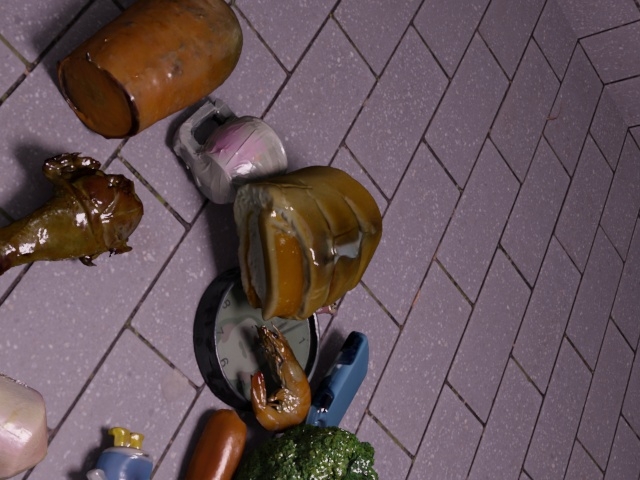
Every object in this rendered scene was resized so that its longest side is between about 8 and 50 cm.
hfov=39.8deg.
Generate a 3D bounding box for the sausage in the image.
[{"bbox_3d":[-0.210,0.449,1.749,0.098,0.098,0.238,38,59,-35],"label":"sausage"}]

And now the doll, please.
[{"bbox_3d":[-0.365,0.460,1.582,0.135,0.099,0.240,79,22,-68],"label":"doll"}]

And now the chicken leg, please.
[{"bbox_3d":[-0.459,-0.046,1.544,0.361,0.140,0.211,-15,102,-50],"label":"chicken leg"}]

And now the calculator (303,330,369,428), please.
[{"bbox_3d":[0.042,0.335,2.007,0.293,0.051,0.172,-56,156,-36],"label":"calculator"}]

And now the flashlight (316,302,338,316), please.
[{"bbox_3d":[0.004,0.159,2.062,0.110,0.031,0.052,-7,88,-46],"label":"flashlight"}]

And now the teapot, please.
[{"bbox_3d":[-0.189,-0.183,1.832,0.178,0.163,0.221,-37,108,-38],"label":"teapot"}]

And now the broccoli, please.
[{"bbox_3d":[-0.034,0.537,1.750,0.413,0.321,0.309,-33,101,-78],"label":"broccoli"}]

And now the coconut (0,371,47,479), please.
[{"bbox_3d":[-0.514,0.299,1.412,0.183,0.171,0.170,36,59,-33],"label":"coconut"}]

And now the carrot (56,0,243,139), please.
[{"bbox_3d":[-0.310,-0.347,1.695,0.340,0.224,0.224,-48,116,-36],"label":"carrot"}]

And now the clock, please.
[{"bbox_3d":[-0.127,0.206,1.897,0.319,0.066,0.318,11,74,-45],"label":"clock"}]

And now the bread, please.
[{"bbox_3d":[0.000,0.000,1.839,0.341,0.210,0.300,-18,113,-51],"label":"bread"}]

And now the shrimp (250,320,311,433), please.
[{"bbox_3d":[-0.092,0.286,1.828,0.150,0.068,0.248,-28,109,-42],"label":"shrimp"}]
